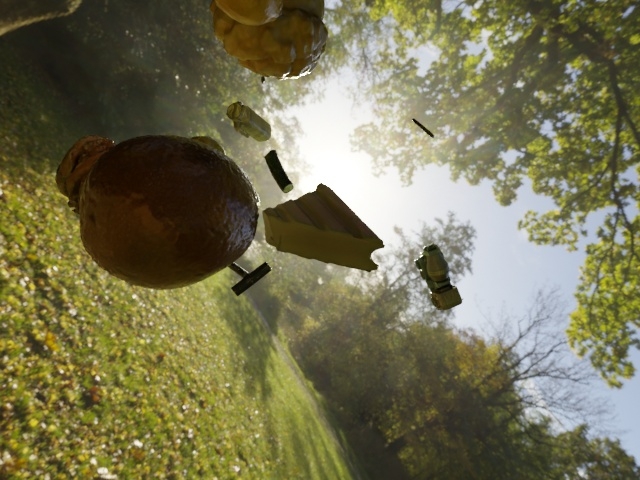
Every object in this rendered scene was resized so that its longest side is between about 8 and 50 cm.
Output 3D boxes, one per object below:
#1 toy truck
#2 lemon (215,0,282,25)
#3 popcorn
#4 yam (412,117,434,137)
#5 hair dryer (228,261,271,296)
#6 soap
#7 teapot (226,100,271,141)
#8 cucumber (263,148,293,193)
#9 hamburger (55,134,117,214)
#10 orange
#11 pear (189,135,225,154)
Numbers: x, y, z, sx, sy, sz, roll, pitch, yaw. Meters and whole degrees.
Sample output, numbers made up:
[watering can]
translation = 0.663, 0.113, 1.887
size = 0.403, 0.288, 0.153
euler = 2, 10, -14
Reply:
[toy truck]
translation = 0.448, 0.137, 1.585
size = 0.140, 0.108, 0.256
euler = 83, -14, -87
[lemon]
translation = -0.139, -0.474, 0.801
size = 0.155, 0.114, 0.114
euler = 20, 21, -40
[popcorn]
translation = -0.094, -0.593, 1.055
size = 0.349, 0.382, 0.348
euler = 28, 40, -27
[yam]
translation = 0.367, -0.403, 1.503
size = 0.107, 0.014, 0.014
euler = 48, -8, 19
[hair dryer]
translation = -0.317, 0.105, 1.687
size = 0.195, 0.173, 0.050
euler = 45, -18, 28
[soap]
translation = 0.000, 0.000, 1.270
size = 0.302, 0.258, 0.158
euler = 47, -36, 27
[teapot]
translation = -0.264, -0.424, 1.558
size = 0.200, 0.077, 0.107
euler = 23, 66, -64
[cucumber]
translation = -0.155, -0.252, 1.539
size = 0.187, 0.058, 0.058
euler = 63, -2, 29
[hamburger]
translation = -0.683, -0.185, 1.310
size = 0.211, 0.245, 0.260
euler = 42, -16, 6
[orange]
translation = -0.304, -0.057, 0.897
size = 0.357, 0.322, 0.322
euler = -2, 46, -46
[pear]
translation = -0.509, -0.344, 1.806
size = 0.197, 0.197, 0.197
euler = 56, -6, 9
